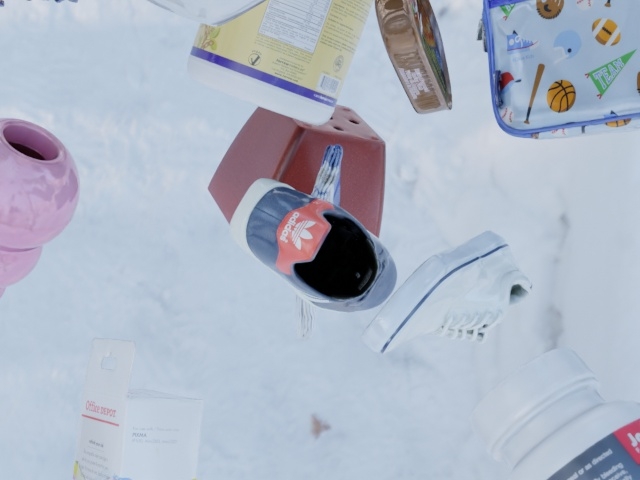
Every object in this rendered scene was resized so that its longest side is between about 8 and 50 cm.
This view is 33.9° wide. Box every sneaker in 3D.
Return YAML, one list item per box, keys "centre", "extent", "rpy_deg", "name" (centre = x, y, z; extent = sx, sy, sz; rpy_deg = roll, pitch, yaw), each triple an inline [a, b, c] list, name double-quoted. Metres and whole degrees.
- centre: [0.143, 0.062, 1.073]
  extent: [0.091, 0.094, 0.258]
  rpy_deg: [45, 41, 15]
  name: "sneaker"
- centre: [0.032, 0.037, 1.351]
  extent: [0.148, 0.350, 0.131]
  rpy_deg: [26, 90, 35]
  name: "sneaker"

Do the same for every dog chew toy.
- centre: [-0.504, -0.022, 1.599]
  extent: [0.207, 0.332, 0.206]
  rpy_deg: [27, 27, -15]
  name: "dog chew toy"

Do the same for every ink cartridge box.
- centre: [-0.147, 0.178, 0.831]
  extent: [0.067, 0.115, 0.198]
  rpy_deg: [8, 83, -30]
  name: "ink cartridge box"

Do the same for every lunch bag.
- centre: [0.332, -0.249, 1.256]
  extent: [0.115, 0.303, 0.243]
  rpy_deg: [-6, 92, -51]
  name: "lunch bag"

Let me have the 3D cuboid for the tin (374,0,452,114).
- centre: [0.086, -0.188, 0.972]
  extent: [0.040, 0.189, 0.106]
  rpy_deg: [-15, 63, 13]
  name: "tin"

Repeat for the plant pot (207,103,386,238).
- centre: [-0.023, -0.126, 1.957]
  extent: [0.267, 0.235, 0.267]
  rpy_deg: [9, 25, -27]
  name: "plant pot"

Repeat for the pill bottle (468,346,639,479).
- centre: [0.171, 0.156, 0.615]
  extent: [0.108, 0.108, 0.180]
  rpy_deg: [-21, 60, -27]
  name: "pill bottle"

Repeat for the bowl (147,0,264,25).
- centre: [-0.056, -0.171, 0.565]
  extent: [0.142, 0.053, 0.142]
  rpy_deg: [34, 59, 31]
  name: "bowl"

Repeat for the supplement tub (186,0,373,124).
- centre: [-0.045, -0.366, 1.604]
  extent: [0.241, 0.241, 0.331]
  rpy_deg: [19, 97, -12]
  name: "supplement tub"

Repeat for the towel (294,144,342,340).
- centre: [0.000, 0.000, 1.710]
  extent: [0.034, 0.209, 0.285]
  rpy_deg: [7, 40, 8]
  name: "towel"

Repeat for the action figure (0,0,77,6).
- centre: [-0.394, -0.435, 1.421]
  extent: [0.330, 0.341, 0.178]
  rpy_deg: [-43, 91, 4]
  name: "action figure"
